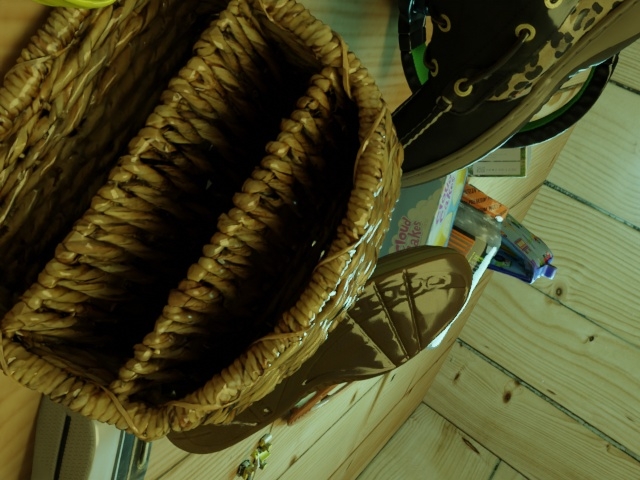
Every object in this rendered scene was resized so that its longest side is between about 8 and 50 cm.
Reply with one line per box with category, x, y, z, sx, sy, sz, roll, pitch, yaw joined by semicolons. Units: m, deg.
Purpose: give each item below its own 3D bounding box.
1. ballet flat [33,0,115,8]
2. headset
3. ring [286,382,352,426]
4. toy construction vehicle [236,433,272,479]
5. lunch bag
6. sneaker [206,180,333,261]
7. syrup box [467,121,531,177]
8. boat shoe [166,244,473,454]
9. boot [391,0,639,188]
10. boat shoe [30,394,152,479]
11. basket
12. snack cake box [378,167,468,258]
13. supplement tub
ballet flat;-0.147;-0.187;0.226;0.077;0.077;0.231;-50;156;-14
headset;0.219;-0.305;0.631;0.185;0.243;0.395;-43;138;-45
ring;0.060;0.292;1.242;0.336;0.032;0.337;-33;162;-13
toy construction vehicle;-0.126;0.452;1.172;0.085;0.035;0.098;-22;140;-54
lunch bag;0.411;-0.006;1.318;0.221;0.293;0.138;-13;131;-59
sneaker;0.000;0.001;0.644;0.282;0.160;0.102;11;86;-67
syrup box;0.280;-0.224;0.893;0.096;0.093;0.237;-48;135;-55
boat shoe;-0.009;0.086;0.588;0.340;0.110;0.122;-25;123;-5
boot;0.103;-0.226;0.483;0.377;0.284;0.138;-35;-150;43
boat shoe;-0.238;0.277;0.599;0.119;0.121;0.335;-7;125;-56
basket;-0.083;-0.019;0.401;0.299;0.213;0.223;-55;158;-4
snack cake box;0.172;-0.053;0.957;0.152;0.089;0.265;15;92;-67
supplement tub;0.224;0.038;1.129;0.316;0.193;0.193;-60;157;9
